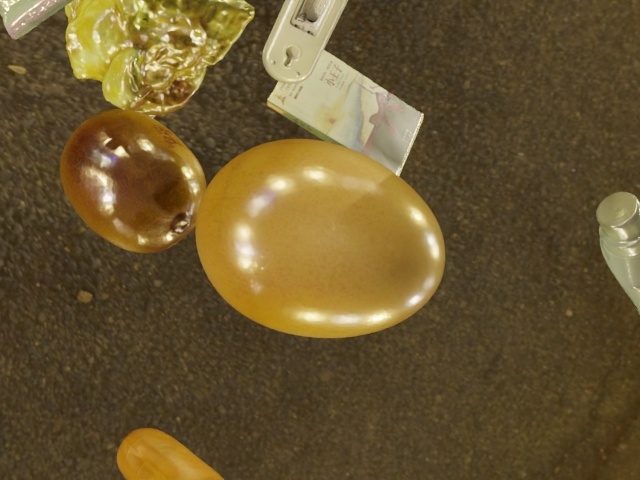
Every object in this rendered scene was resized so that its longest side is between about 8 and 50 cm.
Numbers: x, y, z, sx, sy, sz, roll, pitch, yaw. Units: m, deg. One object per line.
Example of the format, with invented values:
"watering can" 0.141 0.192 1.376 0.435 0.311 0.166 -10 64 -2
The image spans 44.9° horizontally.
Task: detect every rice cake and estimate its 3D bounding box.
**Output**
"rice cake" -0.401 -0.381 1.153 0.042 0.222 0.080 -26 96 -63

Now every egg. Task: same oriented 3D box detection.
"egg" 0.000 0.000 0.996 0.323 0.250 0.250 12 99 3

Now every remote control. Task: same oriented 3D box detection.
"remote control" -0.014 -0.313 1.070 0.078 0.042 0.221 24 122 -10

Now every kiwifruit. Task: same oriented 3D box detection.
"kiwifruit" -0.280 -0.087 1.180 0.196 0.234 0.196 -41 151 -29

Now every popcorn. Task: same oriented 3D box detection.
"popcorn" -0.331 -0.406 1.468 0.321 0.290 0.325 -46 156 -16

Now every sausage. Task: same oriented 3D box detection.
"sausage" -0.221 0.390 1.229 0.112 0.328 0.112 -8 103 -36

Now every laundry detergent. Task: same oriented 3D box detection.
"laundry detergent" 0.547 0.044 1.269 0.125 0.263 0.398 -29 132 24

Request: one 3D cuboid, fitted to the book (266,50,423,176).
"book" 0.056 -0.252 1.504 0.290 0.026 0.201 30 54 -7
